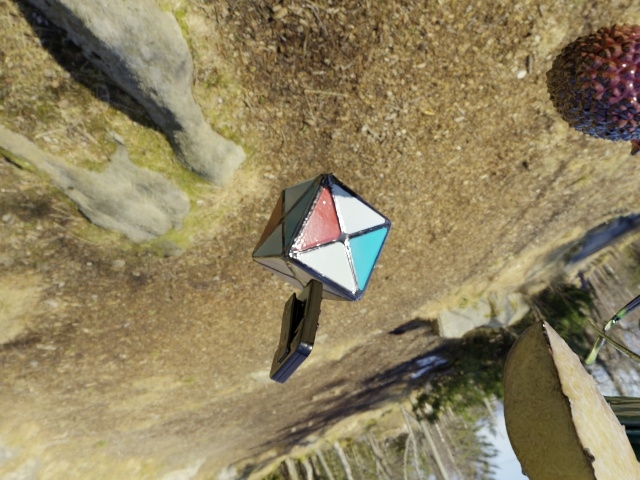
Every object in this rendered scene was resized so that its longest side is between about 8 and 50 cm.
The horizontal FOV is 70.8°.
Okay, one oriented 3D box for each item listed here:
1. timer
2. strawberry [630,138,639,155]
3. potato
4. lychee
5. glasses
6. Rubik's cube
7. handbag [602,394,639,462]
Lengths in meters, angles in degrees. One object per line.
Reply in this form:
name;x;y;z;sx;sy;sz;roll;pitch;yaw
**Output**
timer;-0.052;0.180;0.919;0.055;0.188;0.144;25;128;-12
strawberry;0.876;-0.318;1.004;0.291;0.293;0.343;-13;173;-14
potato;0.223;0.179;0.429;0.100;0.172;0.089;29;127;-23
lychee;0.460;-0.252;0.714;0.188;0.188;0.188;-16;153;-8
glasses;0.649;0.188;0.941;0.239;0.102;0.207;-44;166;-33
Rubik's cube;0.000;0.001;1.196;0.248;0.250;0.246;32;162;-24
handbag;0.445;0.268;0.605;0.268;0.100;0.274;-12;163;39
